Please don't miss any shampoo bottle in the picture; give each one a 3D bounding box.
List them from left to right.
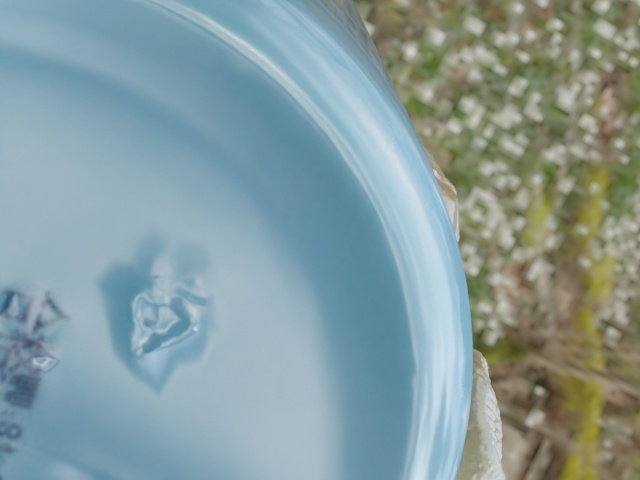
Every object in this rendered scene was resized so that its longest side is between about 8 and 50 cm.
[{"bbox_3d":[-0.126,-0.003,0.734,0.331,0.331,0.342,-58,-164,13],"label":"shampoo bottle"}]

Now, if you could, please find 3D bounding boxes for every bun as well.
[{"bbox_3d":[0.102,0.174,1.653,0.164,0.111,0.188,69,12,-60],"label":"bun"}]

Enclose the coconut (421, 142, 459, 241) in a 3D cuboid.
[{"bbox_3d":[-0.002,0.002,1.163,0.194,0.194,0.194,-53,-160,29],"label":"coconut"}]
